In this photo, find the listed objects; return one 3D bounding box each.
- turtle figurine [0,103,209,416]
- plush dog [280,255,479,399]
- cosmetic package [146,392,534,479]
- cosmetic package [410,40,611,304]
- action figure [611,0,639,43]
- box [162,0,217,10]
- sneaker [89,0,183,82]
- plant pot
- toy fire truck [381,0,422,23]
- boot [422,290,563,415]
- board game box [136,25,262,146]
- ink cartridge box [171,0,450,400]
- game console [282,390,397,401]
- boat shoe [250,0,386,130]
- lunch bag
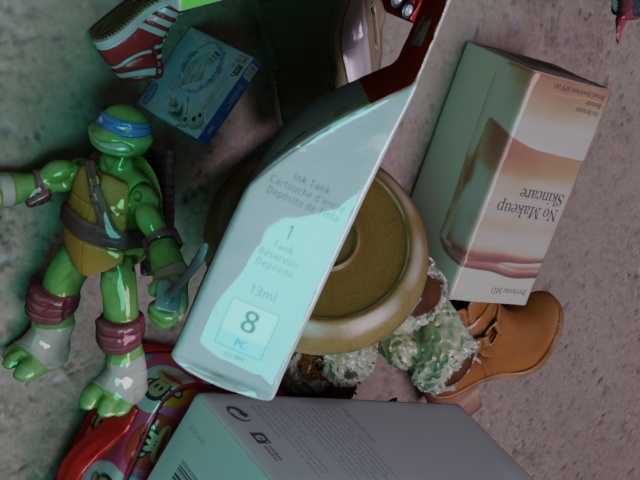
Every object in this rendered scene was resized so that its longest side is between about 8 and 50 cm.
[{"bbox_3d":[-0.214,0.031,0.960,0.197,0.275,0.266,5,121,-14],"label":"turtle figurine"},{"bbox_3d":[0.031,0.091,1.323,0.225,0.211,0.262,-34,145,-1],"label":"plush dog"},{"bbox_3d":[0.017,0.305,1.220,0.453,0.161,0.230,11,115,-49],"label":"cosmetic package"},{"bbox_3d":[0.221,-0.080,1.418,0.153,0.129,0.296,4,112,-38],"label":"cosmetic package"},{"bbox_3d":[0.357,-0.393,1.279,0.248,0.275,0.370,-44,128,-29],"label":"action figure"},{"bbox_3d":[-0.074,-0.293,0.859,0.262,0.231,0.127,-25,133,-38],"label":"box"},{"bbox_3d":[-0.143,-0.188,1.010,0.118,0.042,0.067,-38,135,-14],"label":"sneaker"},{"bbox_3d":[0.000,0.000,1.158,0.236,0.236,0.032,-41,170,-23],"label":"plant pot"},{"bbox_3d":[0.099,-0.308,1.204,0.135,0.047,0.192,-59,143,-1],"label":"toy fire truck"},{"bbox_3d":[0.238,0.108,1.630,0.283,0.109,0.220,-34,133,-19],"label":"boot"},{"bbox_3d":[-0.112,-0.142,1.039,0.090,0.090,0.020,-55,145,-4],"label":"board game box"},{"bbox_3d":[0.005,-0.096,0.924,0.308,0.091,0.385,-86,-161,-79],"label":"ink cartridge box"},{"bbox_3d":[0.000,0.206,1.364,0.085,0.124,0.144,-59,-174,-32],"label":"game console"},{"bbox_3d":[0.002,-0.227,1.112,0.103,0.113,0.302,-48,145,-50],"label":"boat shoe"},{"bbox_3d":[-0.180,0.260,1.215,0.258,0.120,0.293,19,100,-52],"label":"lunch bag"}]
